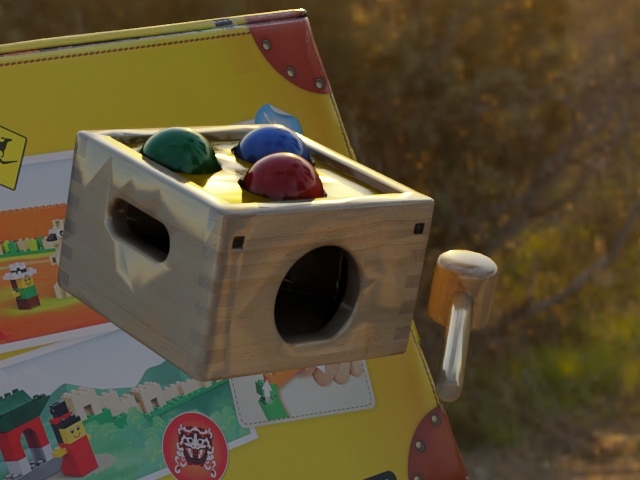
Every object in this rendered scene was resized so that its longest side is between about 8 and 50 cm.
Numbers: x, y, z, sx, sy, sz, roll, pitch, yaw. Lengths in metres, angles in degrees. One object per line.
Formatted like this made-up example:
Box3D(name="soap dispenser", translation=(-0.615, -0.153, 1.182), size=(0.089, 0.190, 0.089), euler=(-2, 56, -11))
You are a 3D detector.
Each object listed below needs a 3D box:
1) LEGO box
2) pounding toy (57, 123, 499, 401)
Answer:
Box3D(name="LEGO box", translation=(-0.186, 0.071, 1.193), size=(0.500, 0.372, 0.193), euler=(-13, -9, -40))
Box3D(name="pounding toy", translation=(0.010, 0.003, 0.872), size=(0.206, 0.094, 0.181), euler=(-5, 23, -39))
